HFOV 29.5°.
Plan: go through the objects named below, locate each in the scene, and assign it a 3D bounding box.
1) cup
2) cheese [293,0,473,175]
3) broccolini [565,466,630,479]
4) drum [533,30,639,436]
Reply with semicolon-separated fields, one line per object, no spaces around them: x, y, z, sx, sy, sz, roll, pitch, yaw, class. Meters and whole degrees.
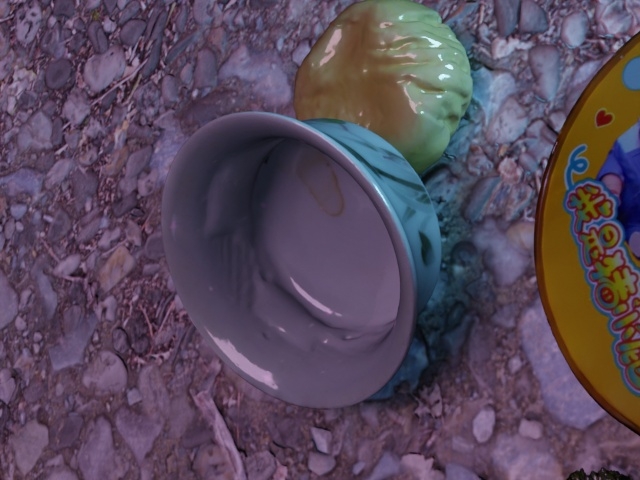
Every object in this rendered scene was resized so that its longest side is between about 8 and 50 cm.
0.000;0.000;1.373;0.347;0.163;0.347;18;121;32;cup
0.074;-0.170;1.449;0.226;0.117;0.214;-45;55;29;cheese
0.289;0.334;1.016;0.079;0.074;0.392;-12;31;1;broccolini
0.409;0.004;1.019;0.431;0.214;0.431;-14;69;38;drum
